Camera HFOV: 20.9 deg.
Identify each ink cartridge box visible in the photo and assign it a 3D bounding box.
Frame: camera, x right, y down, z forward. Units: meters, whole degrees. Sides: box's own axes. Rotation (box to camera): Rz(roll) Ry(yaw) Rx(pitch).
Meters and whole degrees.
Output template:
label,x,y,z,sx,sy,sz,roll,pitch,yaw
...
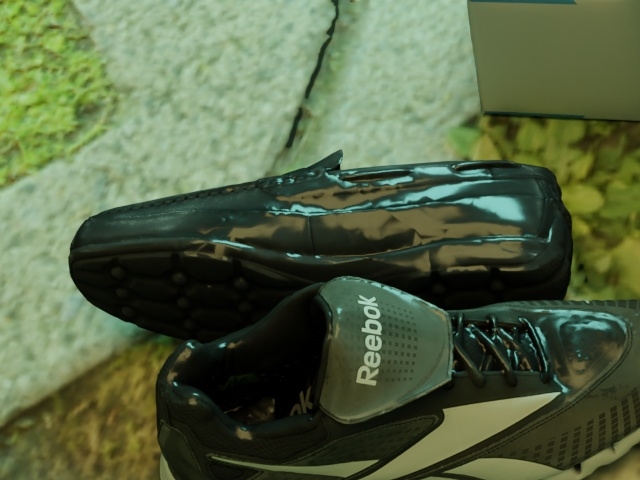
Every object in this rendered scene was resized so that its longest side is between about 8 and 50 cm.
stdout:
label,x,y,z,sx,sy,sz,roll,pitch,yaw
ink cartridge box,0.127,-0.141,0.831,0.092,0.090,0.143,3,58,14

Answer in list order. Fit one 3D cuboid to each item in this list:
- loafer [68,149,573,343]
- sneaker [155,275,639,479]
label,x,y,z,sx,sy,sz,roll,pitch,yaw
loafer,0.000,0.000,0.776,0.223,0.076,0.078,-2,51,5
sneaker,0.038,0.058,0.704,0.234,0.106,0.078,-11,56,4
